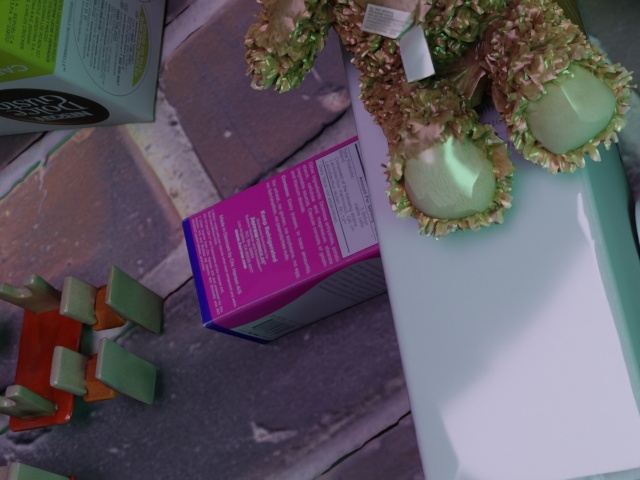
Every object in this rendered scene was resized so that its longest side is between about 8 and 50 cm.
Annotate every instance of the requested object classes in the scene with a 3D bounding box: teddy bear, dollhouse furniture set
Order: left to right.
[{"bbox_3d":[-0.288,0.172,1.096,0.262,0.135,0.259,-12,61,25],"label":"dollhouse furniture set"},{"bbox_3d":[0.069,-0.166,0.730,0.338,0.113,0.245,45,106,21],"label":"teddy bear"}]

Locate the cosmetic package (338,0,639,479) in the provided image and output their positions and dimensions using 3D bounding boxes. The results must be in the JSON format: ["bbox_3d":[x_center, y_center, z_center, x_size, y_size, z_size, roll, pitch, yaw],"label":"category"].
[{"bbox_3d":[0.151,-0.024,0.829,0.161,0.230,0.453,-18,70,23],"label":"cosmetic package"}]

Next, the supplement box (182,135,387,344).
[{"bbox_3d":[0.000,0.000,0.971,0.220,0.111,0.114,-23,67,21],"label":"supplement box"}]

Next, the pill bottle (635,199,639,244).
[{"bbox_3d":[0.353,-0.012,0.777,0.221,0.124,0.124,-15,71,24],"label":"pill bottle"}]

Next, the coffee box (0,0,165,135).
[{"bbox_3d":[-0.387,-0.314,1.128,0.337,0.334,0.338,-2,79,27],"label":"coffee box"}]
